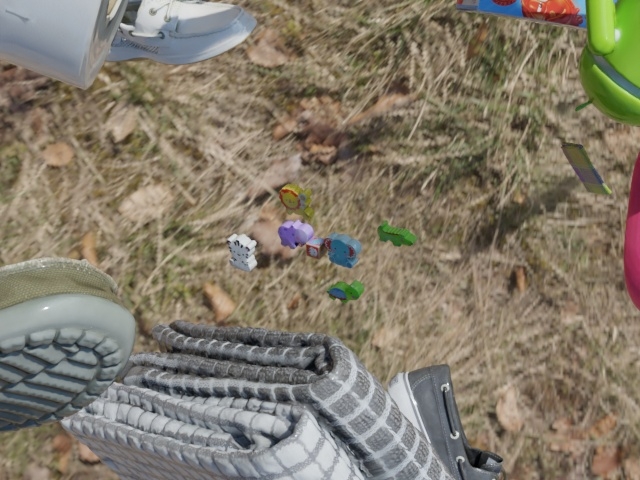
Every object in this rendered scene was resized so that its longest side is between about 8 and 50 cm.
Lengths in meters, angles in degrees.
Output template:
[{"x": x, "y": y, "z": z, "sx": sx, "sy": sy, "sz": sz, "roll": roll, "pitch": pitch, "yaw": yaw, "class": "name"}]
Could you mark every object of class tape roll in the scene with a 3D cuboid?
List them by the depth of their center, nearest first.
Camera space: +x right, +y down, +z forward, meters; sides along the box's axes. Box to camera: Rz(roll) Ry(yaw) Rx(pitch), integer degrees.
[{"x": -0.206, "y": -0.279, "z": 0.967, "sx": 0.100, "sy": 0.286, "sz": 0.286, "roll": 20, "pitch": 114, "yaw": -9, "class": "tape roll"}]

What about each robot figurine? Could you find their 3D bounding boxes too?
[{"x": 0.190, "y": -0.111, "z": 0.615, "sx": 0.101, "sy": 0.067, "sz": 0.115, "roll": 8, "pitch": 131, "yaw": -33, "class": "robot figurine"}]

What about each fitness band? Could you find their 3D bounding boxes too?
[{"x": 0.526, "y": -0.024, "z": 1.653, "sx": 0.054, "sy": 0.209, "sz": 0.290, "roll": 3, "pitch": 85, "yaw": 43, "class": "fitness band"}]

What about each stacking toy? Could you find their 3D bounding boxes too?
[{"x": 0.000, "y": 0.000, "z": 1.545, "sx": 0.221, "sy": 0.167, "sz": 0.052, "roll": 18, "pitch": 130, "yaw": 26, "class": "stacking toy"}]

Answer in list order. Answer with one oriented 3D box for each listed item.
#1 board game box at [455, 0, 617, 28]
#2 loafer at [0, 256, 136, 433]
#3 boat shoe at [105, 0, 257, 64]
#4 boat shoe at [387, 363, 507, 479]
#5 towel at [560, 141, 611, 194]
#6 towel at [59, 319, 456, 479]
[{"x": 0.380, "y": -0.475, "z": 1.662, "sx": 0.302, "sy": 0.086, "sz": 0.308, "roll": 5, "pitch": 102, "yaw": -17, "class": "board game box"}, {"x": -0.191, "y": 0.044, "z": 0.507, "sx": 0.251, "sy": 0.094, "sz": 0.087, "roll": -16, "pitch": 63, "yaw": 28, "class": "loafer"}, {"x": -0.221, "y": -0.309, "z": 1.558, "sx": 0.277, "sy": 0.098, "sz": 0.096, "roll": 1, "pitch": 132, "yaw": 30, "class": "boat shoe"}, {"x": 0.143, "y": 0.225, "z": 1.095, "sx": 0.076, "sy": 0.080, "sz": 0.228, "roll": -23, "pitch": 93, "yaw": 12, "class": "boat shoe"}, {"x": 0.358, "y": -0.098, "z": 1.499, "sx": 0.009, "sy": 0.060, "sz": 0.083, "roll": -37, "pitch": 105, "yaw": -8, "class": "towel"}, {"x": -0.024, "y": 0.172, "z": 0.818, "sx": 0.284, "sy": 0.121, "sz": 0.235, "roll": -1, "pitch": 135, "yaw": 50, "class": "towel"}]
